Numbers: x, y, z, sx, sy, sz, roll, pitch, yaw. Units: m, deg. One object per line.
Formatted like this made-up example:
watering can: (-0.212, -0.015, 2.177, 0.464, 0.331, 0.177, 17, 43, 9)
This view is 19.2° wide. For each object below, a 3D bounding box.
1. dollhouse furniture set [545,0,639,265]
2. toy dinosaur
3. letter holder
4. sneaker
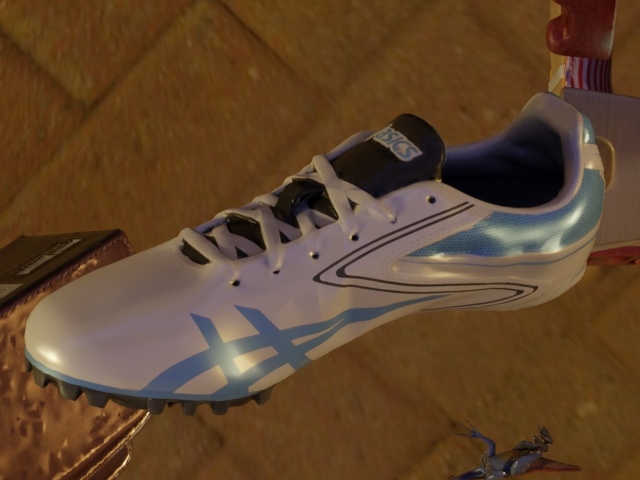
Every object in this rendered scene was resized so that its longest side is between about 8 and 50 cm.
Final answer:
dollhouse furniture set: (0.193, -0.088, 1.049, 0.152, 0.374, 0.201, -1, 87, 3)
toy dinosaur: (0.136, 0.173, 1.412, 0.090, 0.047, 0.082, 45, 113, -9)
letter holder: (-0.245, 0.157, 1.341, 0.302, 0.152, 0.214, -35, 108, -34)
sneaker: (0.000, 0.000, 0.694, 0.237, 0.085, 0.086, -16, 121, -26)
